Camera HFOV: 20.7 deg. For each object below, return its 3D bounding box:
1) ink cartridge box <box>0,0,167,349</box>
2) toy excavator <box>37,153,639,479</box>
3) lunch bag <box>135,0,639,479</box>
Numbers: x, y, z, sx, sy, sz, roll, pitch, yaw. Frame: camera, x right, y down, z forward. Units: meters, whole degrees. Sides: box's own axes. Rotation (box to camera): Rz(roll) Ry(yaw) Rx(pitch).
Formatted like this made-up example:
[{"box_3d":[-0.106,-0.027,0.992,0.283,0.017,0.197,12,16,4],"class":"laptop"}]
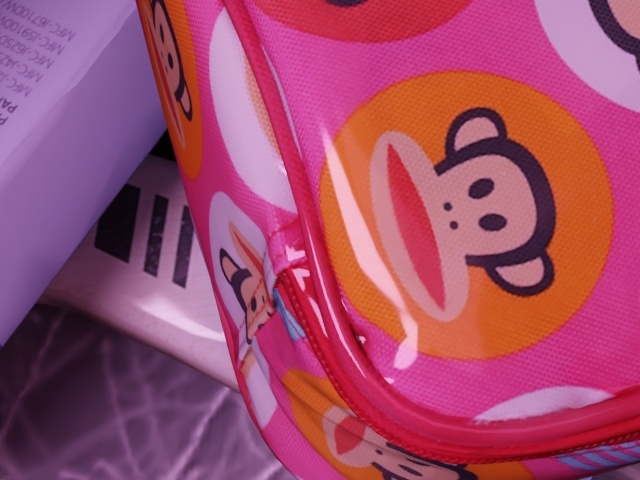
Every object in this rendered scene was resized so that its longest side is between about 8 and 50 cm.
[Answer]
[{"box_3d":[-0.137,-0.066,0.560,0.186,0.065,0.311,27,75,28],"class":"ink cartridge box"},{"box_3d":[0.000,0.000,0.628,0.445,0.222,0.433,23,79,8],"class":"toy excavator"},{"box_3d":[0.077,-0.090,0.468,0.258,0.120,0.293,-15,75,-15],"class":"lunch bag"}]
